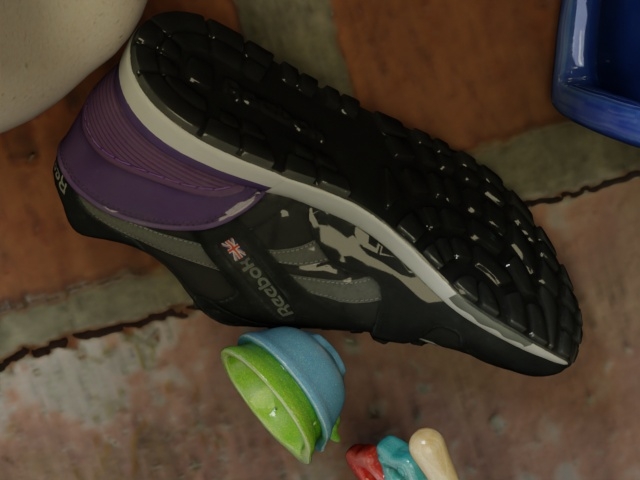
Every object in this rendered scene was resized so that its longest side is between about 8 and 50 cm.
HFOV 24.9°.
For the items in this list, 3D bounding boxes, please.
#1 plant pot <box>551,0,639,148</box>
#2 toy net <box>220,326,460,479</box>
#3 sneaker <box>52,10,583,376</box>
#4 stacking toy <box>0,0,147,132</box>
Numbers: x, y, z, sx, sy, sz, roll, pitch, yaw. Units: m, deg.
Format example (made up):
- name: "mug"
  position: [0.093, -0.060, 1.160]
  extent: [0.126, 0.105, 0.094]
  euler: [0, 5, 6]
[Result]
- name: "plant pot"
  position: [0.252, -0.148, 0.650]
  extent: [0.212, 0.236, 0.235]
  euler: [4, 102, -12]
- name: "toy net"
  position: [0.044, 0.132, 0.700]
  extent: [0.045, 0.122, 0.232]
  euler: [-37, 61, -21]
- name: "sneaker"
  position: [0.000, 0.000, 0.745]
  extent: [0.283, 0.107, 0.124]
  euler: [31, 129, -17]
- name: "stacking toy"
  position: [-0.287, -0.268, 0.590]
  extent: [0.480, 0.350, 0.350]
  euler: [20, 101, 11]
